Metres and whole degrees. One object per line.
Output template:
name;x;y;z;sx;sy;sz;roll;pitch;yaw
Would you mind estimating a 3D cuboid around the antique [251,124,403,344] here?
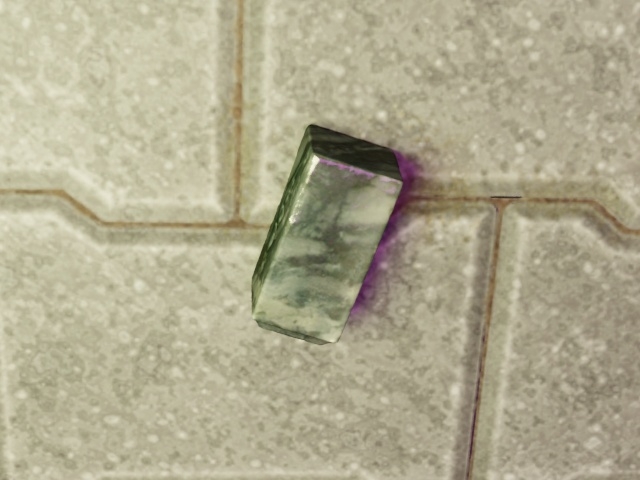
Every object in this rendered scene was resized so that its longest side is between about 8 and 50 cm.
antique;0.000;0.000;1.038;0.086;0.088;0.183;17;111;-10
